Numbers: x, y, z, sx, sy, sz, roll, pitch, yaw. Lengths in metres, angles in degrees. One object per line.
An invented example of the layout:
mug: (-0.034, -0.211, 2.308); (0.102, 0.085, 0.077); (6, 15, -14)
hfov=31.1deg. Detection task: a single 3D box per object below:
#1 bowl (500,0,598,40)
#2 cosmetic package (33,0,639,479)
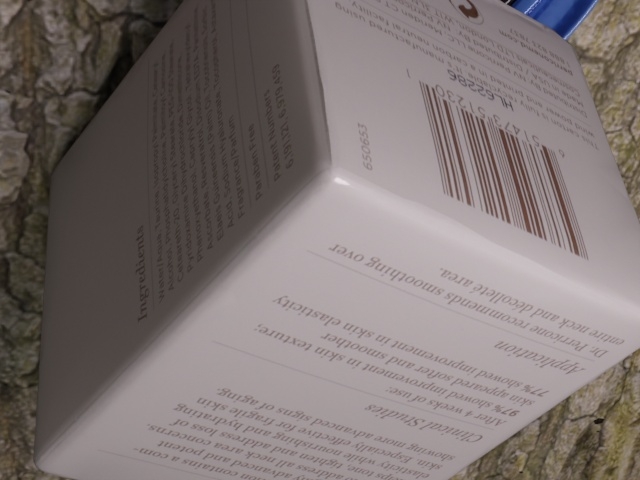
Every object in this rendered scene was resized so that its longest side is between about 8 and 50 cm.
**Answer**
bowl: (0.102, -0.297, 1.028); (0.391, 0.077, 0.391); (-13, 130, -17)
cosmetic package: (0.000, 0.000, 0.955); (0.329, 0.327, 0.393); (22, 132, -32)
